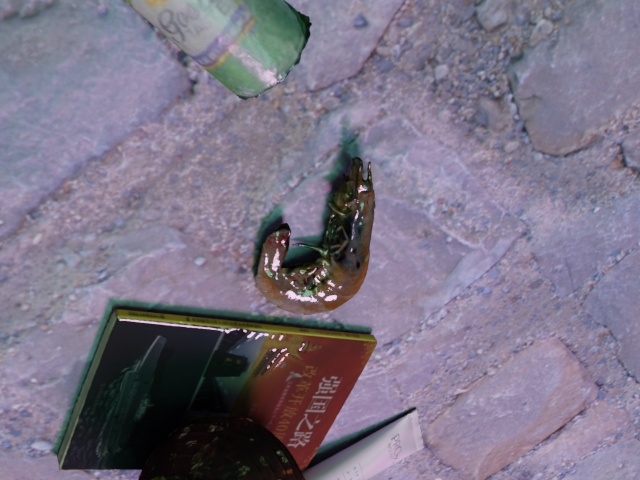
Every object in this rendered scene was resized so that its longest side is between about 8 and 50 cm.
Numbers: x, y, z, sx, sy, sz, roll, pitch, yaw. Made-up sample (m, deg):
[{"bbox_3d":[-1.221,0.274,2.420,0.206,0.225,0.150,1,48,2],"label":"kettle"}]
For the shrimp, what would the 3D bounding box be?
[{"bbox_3d":[0.001,0.002,1.087,0.143,0.052,0.251,-2,127,-19],"label":"shrimp"}]

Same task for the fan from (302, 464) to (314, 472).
[{"bbox_3d":[-0.067,0.376,1.381,0.175,0.005,0.113,21,115,-35],"label":"fan"}]

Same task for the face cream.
[{"bbox_3d":[0.050,0.344,1.378,0.243,0.058,0.092,-26,131,-16],"label":"face cream"}]

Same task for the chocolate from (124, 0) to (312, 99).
[{"bbox_3d":[-0.140,-0.243,0.802,0.110,0.110,0.291,-45,128,14],"label":"chocolate"}]

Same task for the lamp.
[{"bbox_3d":[-0.130,0.340,1.140,0.247,0.247,0.247,-12,130,-15],"label":"lamp"}]

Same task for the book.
[{"bbox_3d":[-0.133,0.212,1.209,0.374,0.028,0.262,9,121,-29],"label":"book"}]
